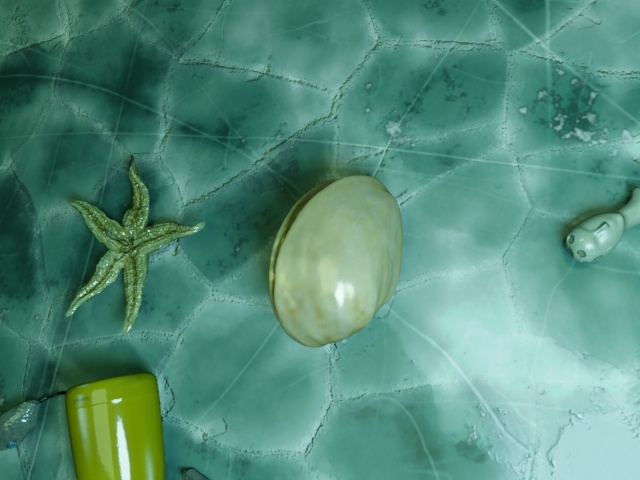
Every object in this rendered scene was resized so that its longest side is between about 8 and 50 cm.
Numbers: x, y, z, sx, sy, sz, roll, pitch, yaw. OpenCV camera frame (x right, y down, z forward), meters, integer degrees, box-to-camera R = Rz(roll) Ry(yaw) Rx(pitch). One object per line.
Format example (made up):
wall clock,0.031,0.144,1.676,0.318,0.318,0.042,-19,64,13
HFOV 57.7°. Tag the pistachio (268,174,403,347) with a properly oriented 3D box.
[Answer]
pistachio,0.027,0.038,1.054,0.229,0.238,0.321,6,70,58

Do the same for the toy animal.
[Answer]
toy animal,-0.619,0.378,1.262,0.253,0.070,0.079,-28,107,-3

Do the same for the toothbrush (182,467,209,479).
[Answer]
toothbrush,-0.145,0.520,1.105,0.297,0.030,0.030,26,97,19

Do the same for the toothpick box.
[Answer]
toothpick box,-0.390,0.405,1.127,0.175,0.175,0.271,-14,78,13

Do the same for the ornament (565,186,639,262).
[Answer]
ornament,0.500,-0.023,1.004,0.156,0.081,0.074,-31,67,4

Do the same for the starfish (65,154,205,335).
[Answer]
starfish,-0.437,0.014,1.268,0.358,0.078,0.347,-45,71,3
